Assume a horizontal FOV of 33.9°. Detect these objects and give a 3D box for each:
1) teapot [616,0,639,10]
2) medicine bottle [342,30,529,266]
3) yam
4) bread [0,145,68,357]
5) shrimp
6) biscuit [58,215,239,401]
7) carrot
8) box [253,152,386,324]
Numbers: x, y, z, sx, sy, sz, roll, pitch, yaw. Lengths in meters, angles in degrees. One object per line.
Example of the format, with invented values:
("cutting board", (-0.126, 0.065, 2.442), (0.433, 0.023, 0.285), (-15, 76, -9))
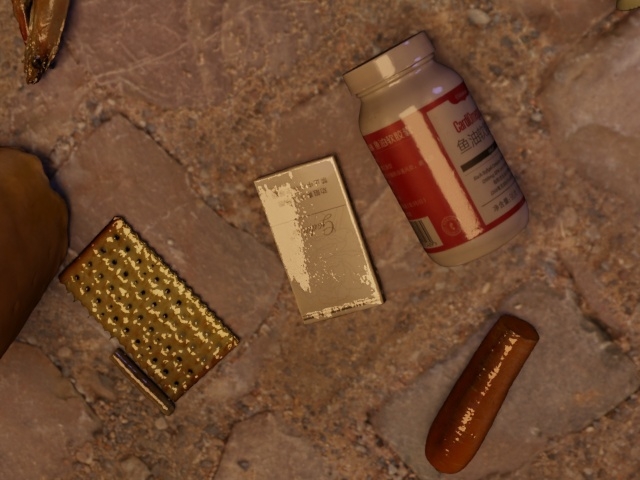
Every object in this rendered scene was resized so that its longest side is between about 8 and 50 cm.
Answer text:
("teapot", (0.288, -0.364, 1.069), (0.184, 0.183, 0.250), (-30, 109, 18))
("medicine bottle", (0.130, -0.102, 1.192), (0.131, 0.131, 0.250), (-26, 99, 18))
("yam", (-0.240, 0.192, 1.415), (0.021, 0.021, 0.116), (-41, 95, 19))
("bread", (-0.526, 0.067, 1.263), (0.361, 0.394, 0.250), (1, 122, 9))
("shrimp", (-0.345, -0.285, 1.290), (0.101, 0.042, 0.190), (15, 106, 25))
("biscuit", (-0.229, 0.092, 1.386), (0.231, 0.016, 0.139), (46, 109, -4))
("carrot", (0.193, 0.197, 1.303), (0.067, 0.067, 0.225), (27, 108, 3))
("box", (0.000, 0.000, 1.304), (0.109, 0.029, 0.198), (-16, 101, 16))
